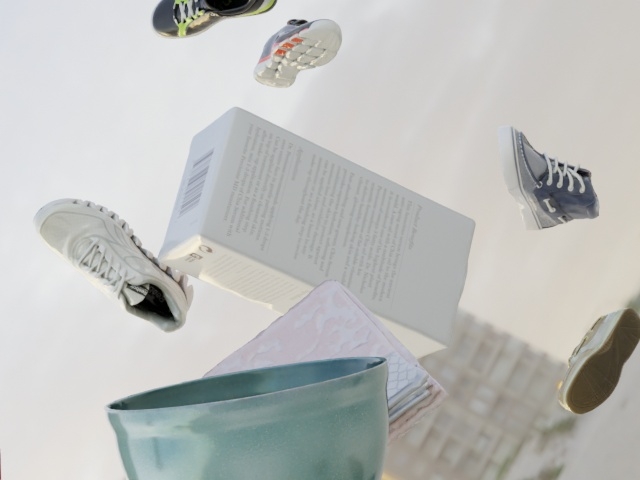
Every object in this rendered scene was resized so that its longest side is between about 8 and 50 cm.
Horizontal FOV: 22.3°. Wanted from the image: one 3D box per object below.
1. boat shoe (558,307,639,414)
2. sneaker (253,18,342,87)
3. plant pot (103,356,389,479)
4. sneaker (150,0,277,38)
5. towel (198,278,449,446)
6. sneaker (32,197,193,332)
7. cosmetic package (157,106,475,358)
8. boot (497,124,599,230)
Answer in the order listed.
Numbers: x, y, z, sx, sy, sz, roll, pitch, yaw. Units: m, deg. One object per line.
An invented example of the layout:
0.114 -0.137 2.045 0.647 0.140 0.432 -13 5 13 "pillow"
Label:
0.274 0.123 1.628 0.045 0.050 0.135 -9 32 53 "boat shoe"
-0.027 -0.221 1.778 0.158 0.061 0.064 -24 52 56 "sneaker"
-0.060 0.240 1.659 0.293 0.293 0.196 -11 -89 -71 "plant pot"
-0.182 -0.391 2.631 0.097 0.235 0.084 0 -104 -69 "sneaker"
-0.047 0.209 1.990 0.332 0.317 0.053 -37 -58 -7 "towel"
-0.317 0.040 2.521 0.110 0.292 0.118 -49 19 16 "sneaker"
0.000 0.000 2.528 0.161 0.453 0.230 -29 41 57 "cosmetic package"
0.250 -0.074 1.771 0.190 0.086 0.069 53 -149 -60 "boot"
